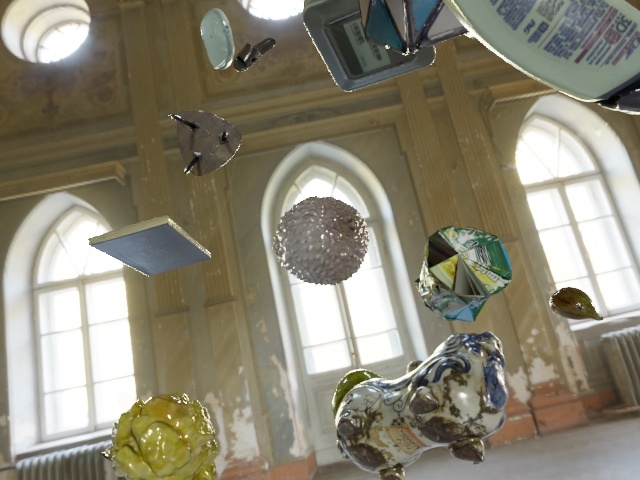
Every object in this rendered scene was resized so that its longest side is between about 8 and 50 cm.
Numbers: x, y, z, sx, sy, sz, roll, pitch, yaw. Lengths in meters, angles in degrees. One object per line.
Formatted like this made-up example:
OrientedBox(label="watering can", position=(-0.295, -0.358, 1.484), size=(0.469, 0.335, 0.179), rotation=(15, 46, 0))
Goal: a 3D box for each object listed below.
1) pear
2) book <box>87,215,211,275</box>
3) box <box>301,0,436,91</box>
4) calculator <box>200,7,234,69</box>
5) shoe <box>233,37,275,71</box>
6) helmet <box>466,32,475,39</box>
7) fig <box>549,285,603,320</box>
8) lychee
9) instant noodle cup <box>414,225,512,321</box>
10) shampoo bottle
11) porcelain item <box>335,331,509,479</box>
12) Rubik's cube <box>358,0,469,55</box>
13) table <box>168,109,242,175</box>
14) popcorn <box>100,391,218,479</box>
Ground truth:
OrientedBox(label="pear", position=(0.128, 0.401, 1.019), size=(0.180, 0.167, 0.216), rotation=(-4, -3, 40))
OrientedBox(label="book", position=(-0.414, 0.023, 1.039), size=(0.190, 0.025, 0.269), rotation=(-16, -21, 1))
OrientedBox(label="box", position=(0.180, -0.732, 1.442), size=(0.395, 0.111, 0.396), rotation=(-10, -28, 24))
OrientedBox(label="calculator", position=(-0.367, -0.702, 1.446), size=(0.042, 0.184, 0.295), rotation=(-23, 19, -23))
OrientedBox(label="shoe", position=(-0.202, -0.571, 1.227), size=(0.159, 0.062, 0.053), rotation=(-42, -23, -15))
OrientedBox(label="helmet", position=(0.579, -0.782, 1.329), size=(0.225, 0.177, 0.305), rotation=(40, -42, -21))
OrientedBox(label="fig", position=(0.837, 0.218, 1.341), size=(0.103, 0.154, 0.109), rotation=(9, -64, -47))
OrientedBox(label="lychee", position=(0.000, 0.000, 1.680), size=(0.379, 0.381, 0.432), rotation=(-2, -20, -40))
OrientedBox(label="instant noodle cup", position=(0.382, 0.100, 1.146), size=(0.239, 0.241, 0.178), rotation=(-10, -35, -8))
OrientedBox(label="shampoo bottle", position=(0.338, -0.302, 0.588), size=(0.134, 0.359, 0.078), rotation=(-57, 3, 18))
OrientedBox(label="porcelain item", position=(0.147, 0.240, 0.625), size=(0.288, 0.138, 0.186), rotation=(-42, 2, 34))
OrientedBox(label="Rubik's cube", position=(0.251, -0.616, 0.901), size=(0.304, 0.310, 0.307), rotation=(-20, -54, -8))
OrientedBox(label="table", position=(-0.562, -0.466, 1.870), size=(0.316, 0.318, 0.249), rotation=(-12, 13, 0))
OrientedBox(label="popcorn", position=(-0.341, 0.468, 0.911), size=(0.215, 0.252, 0.287), rotation=(-39, -17, -39))
